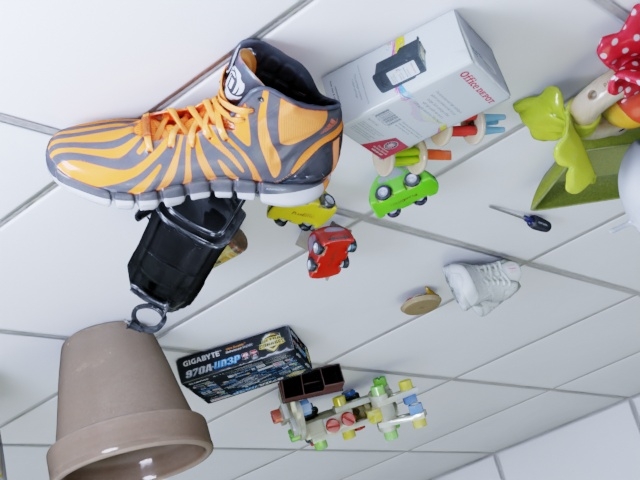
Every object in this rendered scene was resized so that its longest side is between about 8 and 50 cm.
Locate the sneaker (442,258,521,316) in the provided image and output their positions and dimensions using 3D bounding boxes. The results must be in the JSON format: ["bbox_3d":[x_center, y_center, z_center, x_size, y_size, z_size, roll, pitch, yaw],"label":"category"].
[{"bbox_3d":[0.288,0.065,2.024,0.115,0.090,0.232,-30,164,15],"label":"sneaker"}]

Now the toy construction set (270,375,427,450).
[{"bbox_3d":[0.050,0.377,2.496,0.327,0.151,0.215,-3,180,-12],"label":"toy construction set"}]

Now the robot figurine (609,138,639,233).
[{"bbox_3d":[0.544,-0.110,1.546,0.353,0.200,0.300,-43,131,20],"label":"robot figurine"}]

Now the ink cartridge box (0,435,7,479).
[{"bbox_3d":[-0.617,0.331,1.913,0.171,0.168,0.233,-9,156,-14],"label":"ink cartridge box"}]

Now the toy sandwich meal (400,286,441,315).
[{"bbox_3d":[0.182,0.110,2.116,0.085,0.029,0.086,-10,154,-5],"label":"toy sandwich meal"}]

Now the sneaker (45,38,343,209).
[{"bbox_3d":[-0.130,-0.133,1.242,0.321,0.125,0.180,-3,140,-16],"label":"sneaker"}]

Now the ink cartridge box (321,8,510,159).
[{"bbox_3d":[0.111,-0.174,1.331,0.175,0.072,0.127,-25,156,21],"label":"ink cartridge box"}]

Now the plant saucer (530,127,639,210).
[{"bbox_3d":[0.418,-0.115,1.715,0.188,0.045,0.188,-9,157,-18],"label":"plant saucer"}]

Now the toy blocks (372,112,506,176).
[{"bbox_3d":[0.156,-0.129,1.494,0.148,0.054,0.123,-5,155,-26],"label":"toy blocks"}]

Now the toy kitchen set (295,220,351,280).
[{"bbox_3d":[0.000,0.000,1.739,0.068,0.075,0.083,25,109,-4],"label":"toy kitchen set"}]

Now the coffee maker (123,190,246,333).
[{"bbox_3d":[-0.167,0.008,1.450,0.120,0.171,0.178,10,149,-17],"label":"coffee maker"}]

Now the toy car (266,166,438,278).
[{"bbox_3d":[0.052,-0.049,1.603,0.225,0.053,0.239,-24,149,7],"label":"toy car"}]

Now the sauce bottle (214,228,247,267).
[{"bbox_3d":[-0.162,0.023,1.658,0.128,0.042,0.042,-27,155,29],"label":"sauce bottle"}]

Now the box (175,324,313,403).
[{"bbox_3d":[-0.138,0.233,2.158,0.220,0.051,0.175,-18,158,6],"label":"box"}]

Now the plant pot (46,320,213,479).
[{"bbox_3d":[-0.320,0.260,1.864,0.263,0.229,0.263,-13,157,-6],"label":"plant pot"}]

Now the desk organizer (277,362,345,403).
[{"bbox_3d":[-0.018,0.293,2.389,0.130,0.047,0.050,-11,155,-12],"label":"desk organizer"}]

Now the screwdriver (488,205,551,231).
[{"bbox_3d":[0.322,-0.041,1.869,0.170,0.024,0.025,22,108,-47],"label":"screwdriver"}]

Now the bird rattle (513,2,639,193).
[{"bbox_3d":[0.376,-0.192,1.467,0.207,0.143,0.253,-9,147,-46],"label":"bird rattle"}]
